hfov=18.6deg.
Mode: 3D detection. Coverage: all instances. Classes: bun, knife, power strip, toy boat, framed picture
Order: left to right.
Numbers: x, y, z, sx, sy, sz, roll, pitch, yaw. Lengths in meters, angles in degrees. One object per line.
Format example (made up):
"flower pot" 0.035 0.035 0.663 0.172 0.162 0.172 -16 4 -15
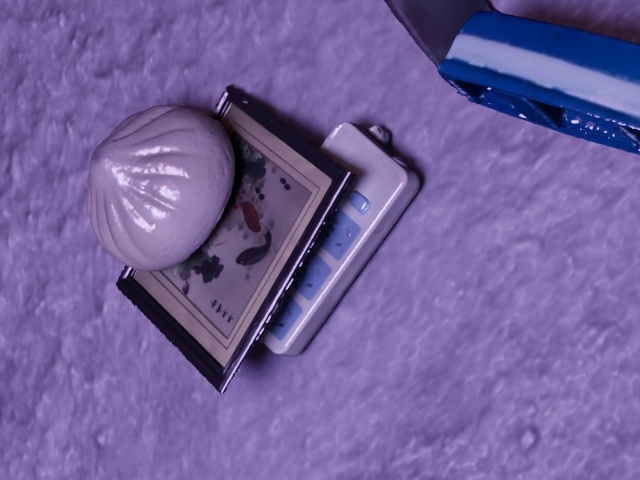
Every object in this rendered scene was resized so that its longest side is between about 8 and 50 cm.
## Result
"bun" -0.141 -0.050 1.548 0.138 0.094 0.138 -23 55 37
"framed picture" -0.073 -0.004 1.530 0.199 0.010 0.195 -60 39 8
"power strip" 0.000 0.000 1.501 0.081 0.035 0.192 44 106 30
"knife" 0.056 -0.239 1.516 0.072 0.019 0.245 -39 65 23
"toy boat" 0.223 -0.095 1.341 0.299 0.096 0.062 20 84 31
